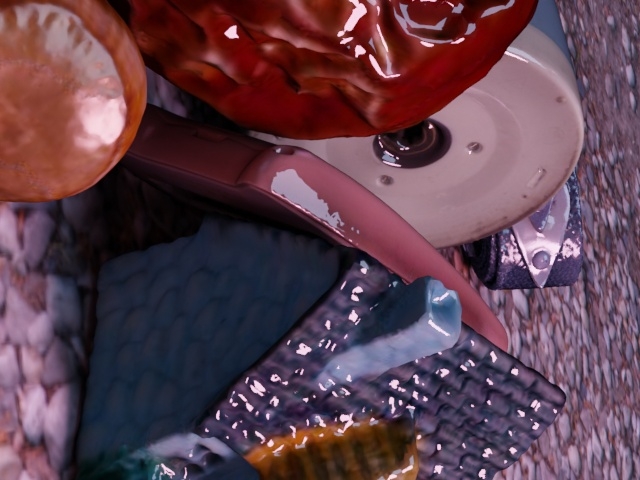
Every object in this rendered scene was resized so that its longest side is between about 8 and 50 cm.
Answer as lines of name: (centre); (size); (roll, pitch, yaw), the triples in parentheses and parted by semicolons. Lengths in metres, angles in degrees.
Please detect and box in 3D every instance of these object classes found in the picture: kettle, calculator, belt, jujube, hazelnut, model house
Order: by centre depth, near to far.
hazelnut: (-0.164, -0.099, 0.906); (0.150, 0.150, 0.150); (36, 49, -56)
jujube: (-0.048, -0.225, 0.980); (0.377, 0.276, 0.276); (47, 33, -11)
model house: (0.023, 0.120, 1.042); (0.261, 0.241, 0.226); (32, 48, -43)
calculator: (0.000, 0.000, 1.128); (0.329, 0.220, 0.048); (39, 73, -49)
kettle: (0.039, -0.214, 1.272); (0.319, 0.247, 0.342); (48, 30, -48)
belt: (0.180, -0.058, 1.642); (0.122, 0.128, 0.218); (154, -70, -77)
